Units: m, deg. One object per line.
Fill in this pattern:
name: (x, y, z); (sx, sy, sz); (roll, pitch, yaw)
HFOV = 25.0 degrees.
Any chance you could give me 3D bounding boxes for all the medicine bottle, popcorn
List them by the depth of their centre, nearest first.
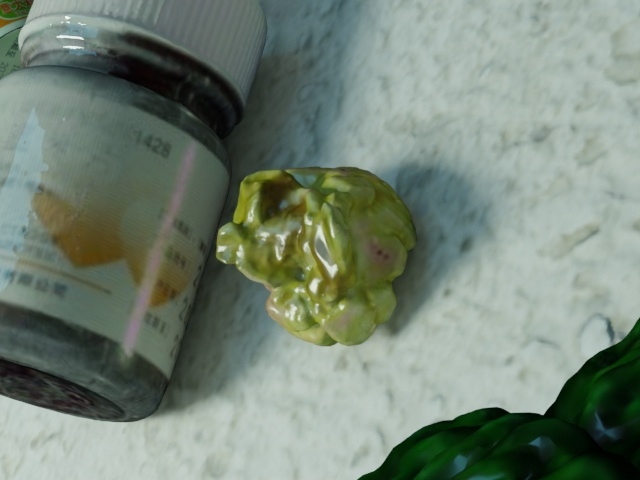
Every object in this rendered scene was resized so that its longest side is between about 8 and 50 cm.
popcorn: (0.000, 0.000, 0.793); (0.097, 0.089, 0.109); (-39, 38, 8)
medicine bottle: (-0.140, -0.037, 0.902); (0.165, 0.165, 0.273); (-4, 64, 47)

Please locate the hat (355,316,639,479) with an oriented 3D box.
hat: (0.152, 0.100, 0.450); (0.332, 0.242, 0.274); (-50, 50, -8)

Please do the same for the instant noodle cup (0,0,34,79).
instant noodle cup: (-0.274, -0.171, 1.139); (0.168, 0.168, 0.185); (-51, 56, 11)
